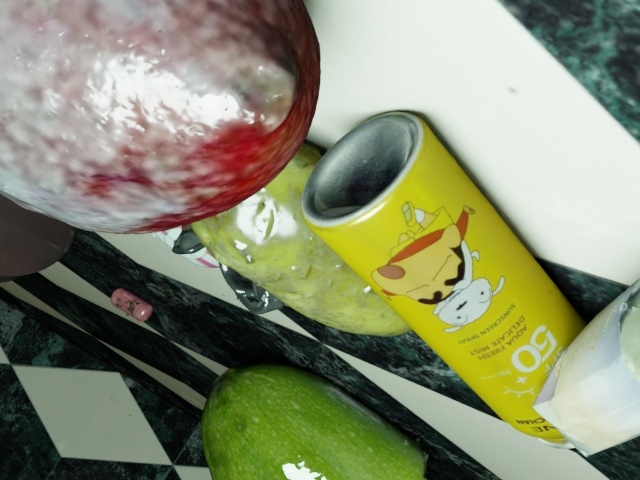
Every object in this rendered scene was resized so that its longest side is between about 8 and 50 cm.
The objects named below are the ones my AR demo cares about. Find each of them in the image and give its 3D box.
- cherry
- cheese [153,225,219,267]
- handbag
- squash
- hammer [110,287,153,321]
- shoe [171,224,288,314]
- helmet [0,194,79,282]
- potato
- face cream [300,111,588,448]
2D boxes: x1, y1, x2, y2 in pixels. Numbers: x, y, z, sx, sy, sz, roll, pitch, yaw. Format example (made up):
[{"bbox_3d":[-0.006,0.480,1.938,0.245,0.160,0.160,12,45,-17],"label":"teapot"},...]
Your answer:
[{"bbox_3d":[-0.120,-0.107,0.501,0.300,0.203,0.230,15,150,37],"label":"cherry"},{"bbox_3d":[-0.118,-0.006,0.922,0.155,0.062,0.244,40,-179,40],"label":"cheese"},{"bbox_3d":[0.216,0.075,0.554,0.095,0.117,0.173,41,160,10],"label":"handbag"},{"bbox_3d":[-0.043,0.327,1.328,0.309,0.310,0.310,46,158,-12],"label":"squash"},{"bbox_3d":[-0.357,0.122,1.635,0.083,0.043,0.043,28,160,9],"label":"hammer"},{"bbox_3d":[-0.050,0.018,0.825,0.099,0.112,0.227,3,144,51],"label":"shoe"},{"bbox_3d":[-0.378,-0.070,0.977,0.177,0.225,0.305,2,152,6],"label":"helmet"},{"bbox_3d":[0.000,0.000,0.715,0.251,0.113,0.149,29,151,-29],"label":"potato"},{"bbox_3d":[0.130,0.056,0.657,0.105,0.105,0.349,6,147,51],"label":"face cream"}]
